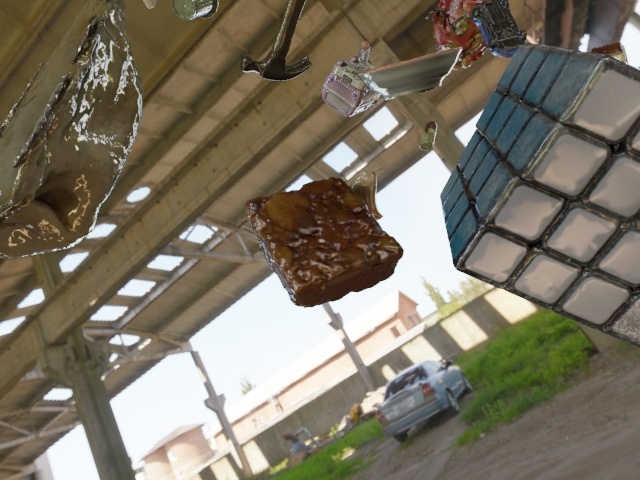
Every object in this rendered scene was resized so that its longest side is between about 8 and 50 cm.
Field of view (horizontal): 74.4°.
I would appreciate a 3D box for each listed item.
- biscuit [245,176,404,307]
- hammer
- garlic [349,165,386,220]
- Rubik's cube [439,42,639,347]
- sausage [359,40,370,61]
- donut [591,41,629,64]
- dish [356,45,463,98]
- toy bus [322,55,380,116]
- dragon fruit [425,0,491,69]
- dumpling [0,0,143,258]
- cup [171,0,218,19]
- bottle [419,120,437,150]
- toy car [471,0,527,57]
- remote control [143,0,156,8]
[{"bbox_3d":[0.000,0.000,1.232,0.343,0.395,0.166,-19,-42,-16],"label":"biscuit"},{"bbox_3d":[-0.039,-0.543,0.891,0.168,0.044,0.440,-1,-40,-30],"label":"hammer"},{"bbox_3d":[0.157,-0.168,1.421,0.090,0.129,0.198,-32,-48,-52],"label":"garlic"},{"bbox_3d":[0.433,-0.093,0.701,0.344,0.344,0.337,-69,2,-63],"label":"Rubik's cube"},{"bbox_3d":[0.148,-0.632,1.435,0.035,0.030,0.147,-21,-4,-2],"label":"sausage"},{"bbox_3d":[0.771,-0.435,1.106,0.073,0.166,0.184,-17,-37,40],"label":"donut"},{"bbox_3d":[0.224,-0.408,1.053,0.260,0.085,0.260,-12,21,5],"label":"dish"},{"bbox_3d":[0.113,-0.503,1.376,0.202,0.142,0.142,-40,-18,-48],"label":"toy bus"},{"bbox_3d":[0.538,-0.795,1.593,0.269,0.250,0.291,-58,-17,-31],"label":"dragon fruit"},{"bbox_3d":[-0.200,-0.087,0.343,0.086,0.166,0.332,25,-87,-47],"label":"dumpling"},{"bbox_3d":[-0.395,-0.746,1.319,0.120,0.120,0.141,-54,11,46],"label":"cup"},{"bbox_3d":[0.363,-0.353,1.406,0.063,0.047,0.101,72,-143,-68],"label":"bottle"},{"bbox_3d":[0.506,-0.601,1.204,0.103,0.216,0.063,-14,-21,1],"label":"toy car"},{"bbox_3d":[-0.519,-0.788,1.281,0.029,0.190,0.087,-12,-40,8],"label":"remote control"}]
